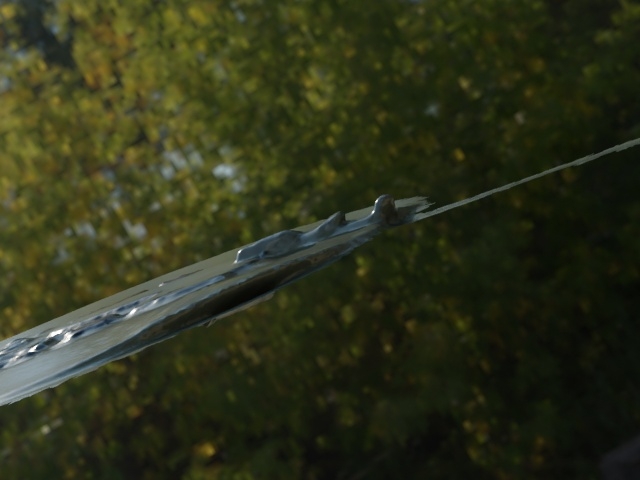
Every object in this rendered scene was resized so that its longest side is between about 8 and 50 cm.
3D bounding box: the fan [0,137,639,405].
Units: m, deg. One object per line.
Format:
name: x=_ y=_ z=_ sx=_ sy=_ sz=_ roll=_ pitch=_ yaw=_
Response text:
fan: x=0.000 y=-0.001 z=0.501 sx=0.415 sy=0.012 sz=0.233 roll=-19 pitch=7 yaw=22
